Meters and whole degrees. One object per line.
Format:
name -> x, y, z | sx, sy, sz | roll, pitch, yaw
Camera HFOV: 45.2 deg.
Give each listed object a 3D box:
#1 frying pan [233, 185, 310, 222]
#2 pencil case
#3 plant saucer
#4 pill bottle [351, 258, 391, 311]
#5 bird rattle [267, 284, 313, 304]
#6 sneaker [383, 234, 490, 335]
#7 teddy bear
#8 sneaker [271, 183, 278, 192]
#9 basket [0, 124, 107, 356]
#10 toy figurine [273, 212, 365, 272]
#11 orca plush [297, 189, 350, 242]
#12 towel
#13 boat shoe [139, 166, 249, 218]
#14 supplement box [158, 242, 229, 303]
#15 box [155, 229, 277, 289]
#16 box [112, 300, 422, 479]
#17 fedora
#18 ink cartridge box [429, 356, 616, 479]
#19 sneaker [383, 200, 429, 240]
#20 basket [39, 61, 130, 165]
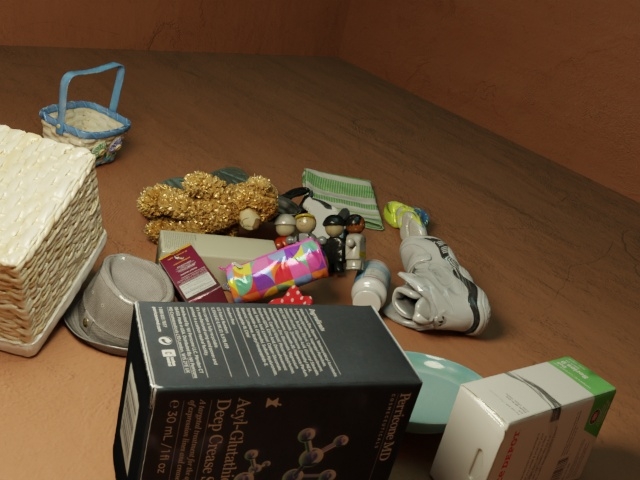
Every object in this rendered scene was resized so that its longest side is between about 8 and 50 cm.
frying pan -> -0.142, -0.113, 2.058 | 0.197, 0.053, 0.326 | 18, 17, 0
pencil case -> -0.100, 0.069, 1.698 | 0.236, 0.104, 0.104 | -17, 29, -1
plant saucer -> 0.174, 0.294, 1.487 | 0.317, 0.043, 0.317 | 4, 15, -1
pill bottle -> 0.120, 0.115, 1.841 | 0.087, 0.087, 0.160 | 16, 26, 4
bird rattle -> -0.101, 0.179, 1.561 | 0.207, 0.143, 0.253 | -9, 27, -10
sneaker -> 0.241, 0.097, 1.880 | 0.210, 0.137, 0.366 | 3, 31, -28
teddy bear -> -0.268, -0.063, 1.833 | 0.338, 0.245, 0.113 | 8, 33, -8
sneaker -> -0.167, -0.124, 2.188 | 0.085, 0.086, 0.237 | 15, 24, 5
basket -> -0.615, -0.016, 1.421 | 0.328, 0.266, 0.331 | 17, 48, 3
toy figurine -> 0.000, 0.000, 1.859 | 0.213, 0.148, 0.209 | 2, -5, -21
orca plush -> 0.016, -0.023, 2.117 | 0.151, 0.102, 0.287 | -45, 35, -9
towel -> 0.061, -0.135, 2.384 | 0.248, 0.038, 0.325 | 11, 25, -8
boat shoe -> -0.335, -0.109, 2.061 | 0.320, 0.103, 0.118 | -23, 61, -35
supplement box -> -0.262, 0.103, 1.619 | 0.081, 0.104, 0.188 | -28, 39, -15
box -> -0.239, 0.050, 1.781 | 0.275, 0.094, 0.113 | 7, 27, -16
box -> -0.093, 0.270, 1.170 | 0.395, 0.293, 0.212 | 2, 28, -23
fedora -> -0.384, 0.112, 1.541 | 0.244, 0.124, 0.275 | -2, 30, -32
ink cartridge box -> 0.356, 0.339, 1.354 | 0.289, 0.211, 0.121 | -5, 29, -35
sneaker -> 0.286, -0.053, 2.270 | 0.126, 0.091, 0.240 | 3, 27, -23
basket -> -0.652, -0.350, 2.160 | 0.201, 0.289, 0.255 | 22, 27, 16
